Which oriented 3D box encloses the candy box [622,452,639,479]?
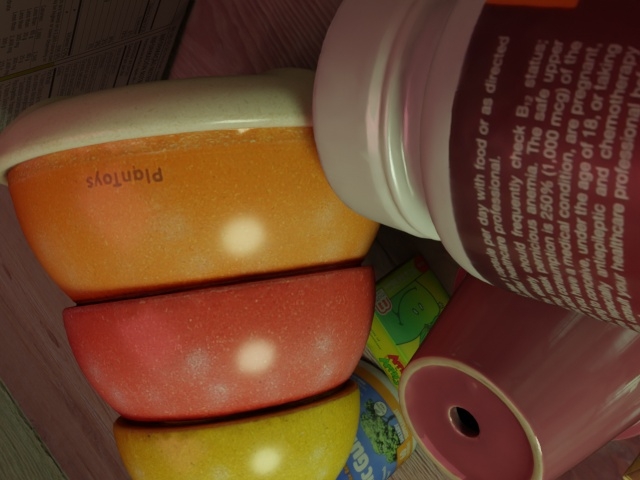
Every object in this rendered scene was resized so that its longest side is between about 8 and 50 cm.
[{"bbox_3d":[0.337,0.183,0.589,0.109,0.053,0.187,50,142,11],"label":"candy box"}]

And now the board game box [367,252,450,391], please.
[{"bbox_3d":[0.110,0.114,0.766,0.181,0.092,0.043,56,143,1],"label":"board game box"}]

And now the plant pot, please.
[{"bbox_3d":[0.166,0.101,0.618,0.201,0.180,0.201,29,136,32],"label":"plant pot"}]

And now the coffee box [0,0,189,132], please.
[{"bbox_3d":[-0.369,-0.297,0.809,0.337,0.334,0.338,51,142,10],"label":"coffee box"}]

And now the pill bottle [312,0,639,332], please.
[{"bbox_3d":[0.198,-0.058,0.426,0.392,0.224,0.224,19,129,40],"label":"pill bottle"}]

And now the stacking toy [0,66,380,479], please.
[{"bbox_3d":[-0.081,0.120,0.665,0.350,0.350,0.480,-7,88,51],"label":"stacking toy"}]

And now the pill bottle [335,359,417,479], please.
[{"bbox_3d":[-0.026,0.265,0.884,0.152,0.272,0.152,29,136,33],"label":"pill bottle"}]
